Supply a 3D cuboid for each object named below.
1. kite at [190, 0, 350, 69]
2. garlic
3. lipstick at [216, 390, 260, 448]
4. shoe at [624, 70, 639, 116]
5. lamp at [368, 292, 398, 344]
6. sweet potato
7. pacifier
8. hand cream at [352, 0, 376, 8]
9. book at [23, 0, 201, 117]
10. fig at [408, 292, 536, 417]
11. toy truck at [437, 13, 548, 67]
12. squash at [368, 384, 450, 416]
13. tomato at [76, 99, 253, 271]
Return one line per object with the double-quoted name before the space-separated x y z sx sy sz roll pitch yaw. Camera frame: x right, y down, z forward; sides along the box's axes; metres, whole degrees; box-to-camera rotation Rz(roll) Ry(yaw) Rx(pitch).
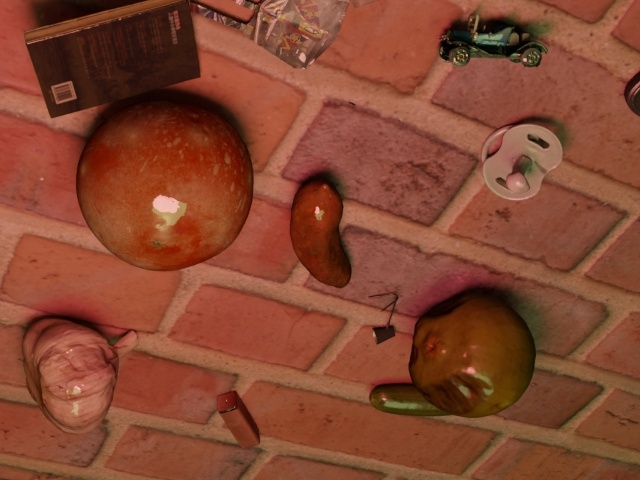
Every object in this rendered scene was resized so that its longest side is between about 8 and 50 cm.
"kite" -0.083 -0.327 1.429 0.245 0.015 0.141 15 128 -28
"garlic" -0.416 0.226 1.804 0.212 0.218 0.218 -22 142 -32
"lipstick" -0.169 0.373 2.070 0.045 0.045 0.145 -19 133 5
"shoe" 0.593 -0.265 1.563 0.108 0.093 0.241 29 124 -31
"lamp" 0.127 0.151 1.922 0.054 0.041 0.121 -15 138 -7
"sweet potato" -0.001 0.001 1.717 0.097 0.097 0.291 -10 143 -1
"pacifier" 0.322 -0.121 1.640 0.127 0.116 0.150 36 126 -6
"hand cream" 0.127 -0.380 1.397 0.186 0.054 0.087 -11 140 9
"book" -0.285 -0.257 1.403 0.228 0.024 0.160 -18 147 -13
"fig" 0.303 0.219 1.888 0.271 0.239 0.239 9 133 -37
"toy truck" 0.255 -0.298 1.489 0.154 0.080 0.078 -1 107 -10
"squash" 0.223 0.334 2.092 0.252 0.066 0.066 4 133 -15
"tomato" -0.233 -0.070 1.508 0.270 0.222 0.270 -4 131 -5
